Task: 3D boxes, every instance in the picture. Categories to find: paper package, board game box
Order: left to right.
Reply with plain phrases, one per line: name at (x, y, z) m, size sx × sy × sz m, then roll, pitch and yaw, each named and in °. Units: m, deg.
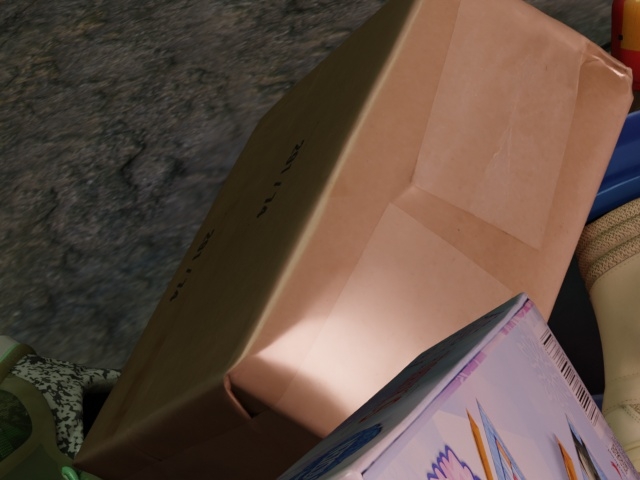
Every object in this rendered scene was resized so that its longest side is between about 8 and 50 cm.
paper package at (0.017, 0.029, 0.992) m, size 0.309 × 0.168 × 0.325 m, roll -34°, pitch 27°, yaw 59°
board game box at (0.105, 0.187, 0.504) m, size 0.066 × 0.318 × 0.318 m, roll -32°, pitch -4°, yaw 16°

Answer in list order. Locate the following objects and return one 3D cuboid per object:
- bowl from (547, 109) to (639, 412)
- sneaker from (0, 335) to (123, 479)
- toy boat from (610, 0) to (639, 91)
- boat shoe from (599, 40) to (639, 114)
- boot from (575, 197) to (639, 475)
bowl at (0.252, 0.019, 1.099) m, size 0.391 × 0.077 × 0.391 m, roll -21°, pitch 25°, yaw 11°
sneaker at (-0.227, 0.203, 1.159) m, size 0.182 × 0.158 × 0.410 m, roll -4°, pitch 33°, yaw 7°
toy boat at (0.351, -0.215, 1.266) m, size 0.318 × 0.148 × 0.267 m, roll -15°, pitch 25°, yaw -42°
boat shoe at (0.250, -0.129, 1.396) m, size 0.223 × 0.080 × 0.073 m, roll -35°, pitch 19°, yaw -31°
boot at (0.280, 0.046, 0.859) m, size 0.262 × 0.095 × 0.203 m, roll -14°, pitch 50°, yaw 16°
